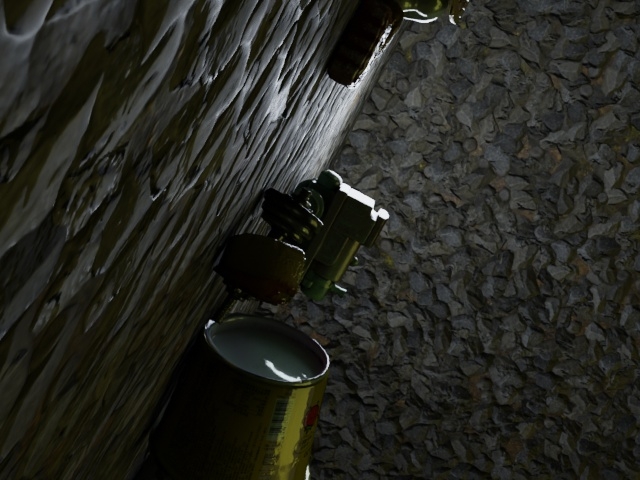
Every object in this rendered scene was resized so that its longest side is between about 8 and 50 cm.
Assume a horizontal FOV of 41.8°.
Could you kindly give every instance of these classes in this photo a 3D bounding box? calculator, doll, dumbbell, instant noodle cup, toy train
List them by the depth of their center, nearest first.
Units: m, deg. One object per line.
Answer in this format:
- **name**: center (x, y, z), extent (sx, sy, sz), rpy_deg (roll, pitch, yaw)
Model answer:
- **dumbbell**: center (-0.092, 0.025, 1.333), extent (0.254, 0.110, 0.110), rpy_deg (-56, 179, -4)
- **instant noodle cup**: center (-0.136, 0.304, 1.565), extent (0.325, 0.325, 0.254), rpy_deg (-60, 169, -71)
- **calculator**: center (0.288, -0.527, 1.598), extent (0.157, 0.033, 0.236), rpy_deg (67, 46, -69)
- **doll**: center (0.225, -0.530, 1.616), extent (0.275, 0.113, 0.155), rpy_deg (-61, 172, -11)
- **toy train**: center (0.000, 0.000, 1.917), extent (0.304, 0.221, 0.150), rpy_deg (-61, -178, 14)

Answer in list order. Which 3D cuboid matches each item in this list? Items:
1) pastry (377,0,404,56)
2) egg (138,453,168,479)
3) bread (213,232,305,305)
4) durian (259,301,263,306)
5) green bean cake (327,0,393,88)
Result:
- **pastry**: center (0.109, -0.385, 1.507), extent (0.109, 0.057, 0.097), rpy_deg (-59, -175, -6)
- **egg**: center (-0.247, 0.575, 1.908), extent (0.345, 0.345, 0.428), rpy_deg (-61, 165, -23)
- **bread**: center (-0.088, 0.041, 1.209), extent (0.156, 0.125, 0.086), rpy_deg (124, -14, -80)
- **durian**: center (-0.120, 0.056, 1.530), extent (0.110, 0.071, 0.140), rpy_deg (-72, 176, -65)
- **green bean cake**: center (0.063, -0.301, 1.289), extent (0.135, 0.056, 0.135), rpy_deg (-61, 178, 8)
